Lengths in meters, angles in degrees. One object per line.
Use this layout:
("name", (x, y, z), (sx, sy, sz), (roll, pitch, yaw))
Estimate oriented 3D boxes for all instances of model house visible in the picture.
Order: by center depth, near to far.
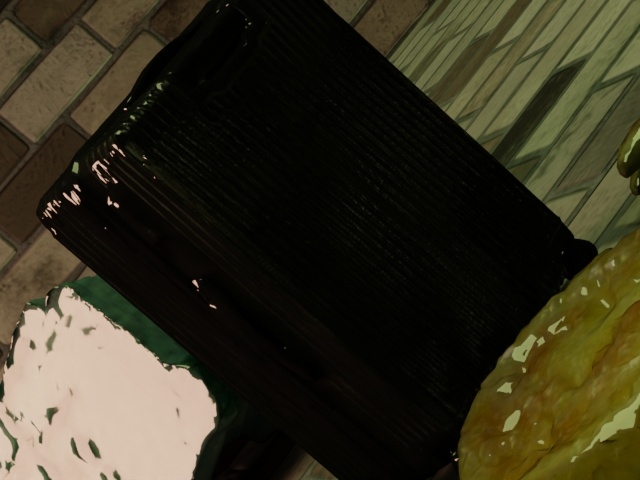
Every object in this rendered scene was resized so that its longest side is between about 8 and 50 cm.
("model house", (-0.133, 0.160, 1.614), (0.329, 0.251, 0.295), (-23, -41, -54))

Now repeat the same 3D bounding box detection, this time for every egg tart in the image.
("egg tart", (0.150, 0.084, 0.682), (0.294, 0.123, 0.294), (-50, 8, 9))

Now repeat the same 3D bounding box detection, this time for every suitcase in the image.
("suitcase", (0.000, 0.000, 1.090), (0.152, 0.335, 0.230), (-38, 14, 49))

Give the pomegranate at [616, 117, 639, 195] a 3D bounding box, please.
("pomegranate", (0.271, -0.176, 0.881), (0.358, 0.216, 0.310), (-52, 12, -9))
